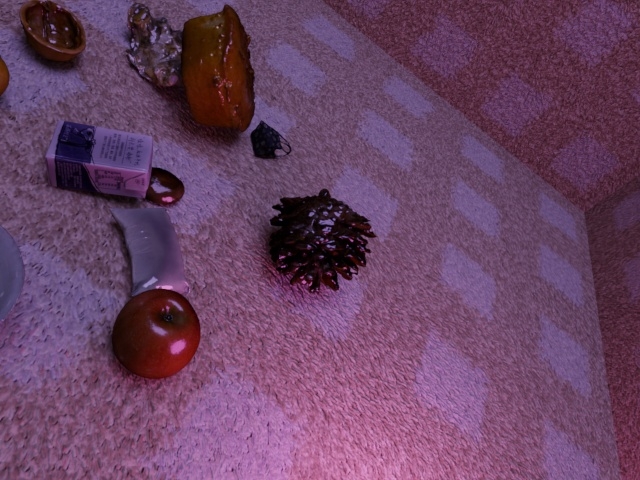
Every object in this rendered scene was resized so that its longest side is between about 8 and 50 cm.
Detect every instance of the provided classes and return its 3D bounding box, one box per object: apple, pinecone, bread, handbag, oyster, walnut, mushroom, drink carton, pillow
[{"bbox_3d":[-0.331,0.187,1.004,0.181,0.168,0.181,23,39,-20],"label":"apple"},{"bbox_3d":[0.000,0.006,1.350,0.298,0.242,0.295,9,59,8],"label":"pinecone"},{"bbox_3d":[-0.310,-0.523,1.507,0.204,0.337,0.358,-2,63,-4],"label":"bread"},{"bbox_3d":[-0.154,-0.330,1.655,0.139,0.072,0.115,10,48,-37],"label":"handbag"},{"bbox_3d":[-0.501,-0.610,1.592,0.238,0.115,0.351,6,52,-34],"label":"oyster"},{"bbox_3d":[-0.759,-0.574,1.382,0.167,0.087,0.211,5,55,-43],"label":"walnut"},{"bbox_3d":[-0.422,-0.149,1.307,0.123,0.052,0.123,19,48,-22],"label":"mushroom"},{"bbox_3d":[-0.528,-0.196,1.195,0.222,0.102,0.134,7,49,-17],"label":"drink carton"},{"bbox_3d":[-0.402,0.020,1.156,0.144,0.078,0.254,-2,58,-38],"label":"pillow"}]

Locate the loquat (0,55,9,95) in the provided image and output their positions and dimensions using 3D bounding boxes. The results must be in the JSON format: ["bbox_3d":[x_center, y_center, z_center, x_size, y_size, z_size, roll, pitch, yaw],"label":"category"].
[{"bbox_3d":[-0.825,-0.392,1.133,0.172,0.149,0.204,32,56,-14],"label":"loquat"}]

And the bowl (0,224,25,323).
[{"bbox_3d":[-0.688,0.086,0.828,0.313,0.146,0.313,22,44,-24],"label":"bowl"}]
